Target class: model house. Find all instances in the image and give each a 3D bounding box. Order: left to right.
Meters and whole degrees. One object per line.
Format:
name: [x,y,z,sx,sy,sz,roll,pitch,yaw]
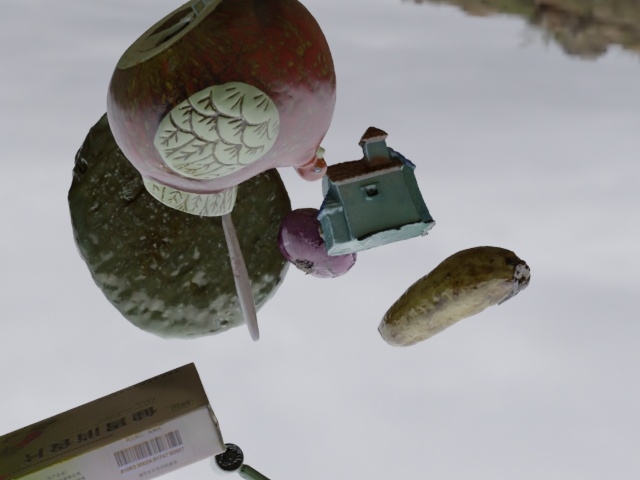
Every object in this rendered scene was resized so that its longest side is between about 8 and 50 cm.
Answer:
model house: [0.062,-0.067,1.846,0.148,0.149,0.119,-12,172,-10]

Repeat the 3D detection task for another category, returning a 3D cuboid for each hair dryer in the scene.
hair dryer: [-0.096,0.354,2.114,0.150,0.047,0.071,35,165,-2]

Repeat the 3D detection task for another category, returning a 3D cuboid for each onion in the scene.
onion: [0.000,0.000,1.935,0.115,0.115,0.104,11,-130,28]

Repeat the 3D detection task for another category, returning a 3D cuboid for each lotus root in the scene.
lotus root: [0.185,0.079,2.071,0.258,0.097,0.110,-32,178,27]

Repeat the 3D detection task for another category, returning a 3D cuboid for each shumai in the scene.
shumai: [-0.218,-0.017,2.287,0.324,0.397,0.323,-29,169,-7]

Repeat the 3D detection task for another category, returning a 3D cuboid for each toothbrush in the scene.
toothbrush: [-0.129,-0.004,2.015,0.029,0.307,0.025,-8,164,-24]

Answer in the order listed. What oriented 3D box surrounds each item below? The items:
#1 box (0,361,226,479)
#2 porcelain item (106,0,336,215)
box: [-0.242,0.226,1.572,0.260,0.062,0.175,-20,-167,-6]
porcelain item: [-0.085,-0.135,1.478,0.253,0.253,0.253,3,-165,-1]
